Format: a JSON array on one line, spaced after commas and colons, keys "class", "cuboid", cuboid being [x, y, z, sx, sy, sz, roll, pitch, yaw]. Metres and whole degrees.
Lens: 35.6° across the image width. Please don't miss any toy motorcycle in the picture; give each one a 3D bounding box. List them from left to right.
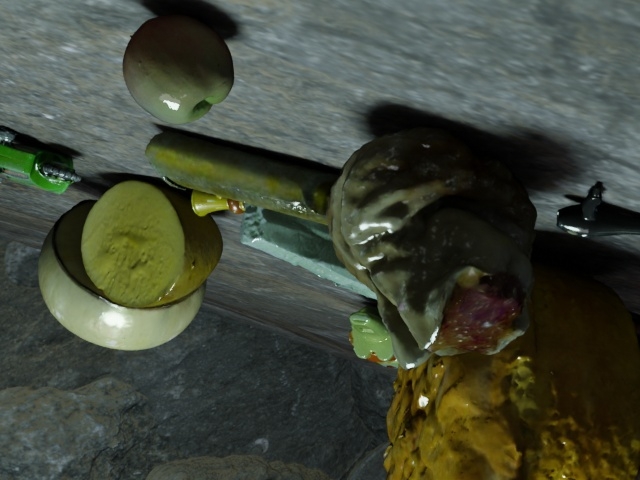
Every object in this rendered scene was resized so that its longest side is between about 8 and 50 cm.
[{"class": "toy motorcycle", "cuboid": [-0.411, -0.109, 1.373, 0.190, 0.074, 0.106, 16, 178, 5]}]

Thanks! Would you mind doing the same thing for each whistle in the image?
[{"class": "whistle", "cuboid": [-0.110, -0.059, 1.246, 0.109, 0.057, 0.046, 0, -153, 33]}, {"class": "whistle", "cuboid": [-0.031, -0.053, 1.053, 0.326, 0.057, 0.068, 14, 169, 16]}, {"class": "whistle", "cuboid": [0.124, 0.187, 1.937, 0.131, 0.106, 0.288, 5, 166, 24]}]

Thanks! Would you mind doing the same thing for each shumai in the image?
[{"class": "shumai", "cuboid": [0.089, 0.028, 0.852, 0.183, 0.186, 0.218, 10, 157, 0]}]

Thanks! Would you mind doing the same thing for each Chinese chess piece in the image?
[{"class": "Chinese chess piece", "cuboid": [-0.301, 0.049, 1.531, 0.257, 0.257, 0.104, 19, 128, -9]}]

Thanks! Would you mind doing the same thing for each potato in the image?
[{"class": "potato", "cuboid": [-0.214, 0.007, 1.421, 0.203, 0.178, 0.158, -9, 171, 40]}]

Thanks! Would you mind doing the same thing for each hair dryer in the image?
[{"class": "hair dryer", "cuboid": [0.245, -0.026, 0.853, 0.078, 0.031, 0.083, 4, 160, 9]}]

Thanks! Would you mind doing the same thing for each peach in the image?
[{"class": "peach", "cuboid": [-0.104, -0.127, 0.731, 0.083, 0.083, 0.083, 16, 170, 3]}]

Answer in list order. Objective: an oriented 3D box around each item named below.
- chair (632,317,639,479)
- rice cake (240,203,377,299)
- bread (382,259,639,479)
[{"class": "chair", "cuboid": [0.425, 0.196, 1.173, 0.226, 0.227, 0.401, 19, 170, -13]}, {"class": "rice cake", "cuboid": [0.000, 0.000, 1.217, 0.226, 0.085, 0.040, 24, 160, -34]}, {"class": "bread", "cuboid": [0.196, 0.191, 1.136, 0.215, 0.398, 0.398, 9, 171, -7]}]
